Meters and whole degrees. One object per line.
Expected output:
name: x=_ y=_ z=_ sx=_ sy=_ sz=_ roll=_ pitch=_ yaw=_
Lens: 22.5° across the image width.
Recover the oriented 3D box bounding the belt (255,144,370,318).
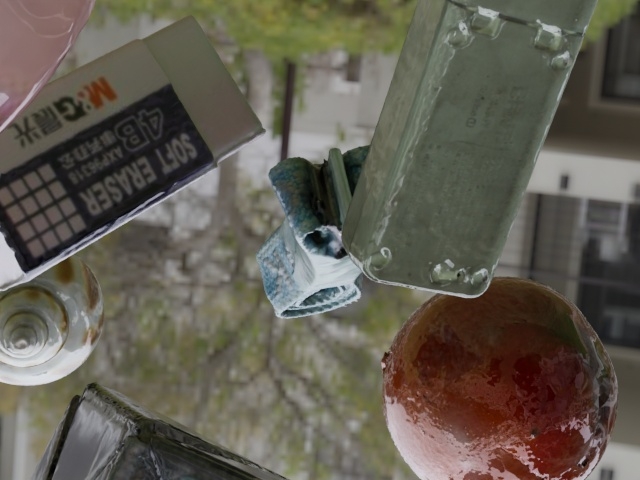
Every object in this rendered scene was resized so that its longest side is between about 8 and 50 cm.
belt: x=0.000 y=0.000 z=1.239 sx=0.087 sy=0.072 sz=0.302 roll=-8 pitch=166 yaw=-7

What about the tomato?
tomato: x=0.160 y=0.133 z=1.407 sx=0.208 sy=0.208 sz=0.184 roll=-2 pitch=178 yaw=-40

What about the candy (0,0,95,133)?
candy: x=-0.228 y=-0.159 z=1.008 sx=0.094 sy=0.255 sz=0.255 roll=33 pitch=171 yaw=-35

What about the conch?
conch: x=-0.312 y=0.067 z=1.649 sx=0.183 sy=0.149 sz=0.275 roll=44 pitch=158 yaw=-18

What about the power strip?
power strip: x=0.098 y=-0.107 z=0.936 sx=0.093 sy=0.288 sz=0.053 roll=12 pitch=-161 yaw=-21

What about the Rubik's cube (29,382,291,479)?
Rubik's cube: x=-0.079 y=0.256 z=0.998 sx=0.259 sy=0.260 sz=0.255 roll=25 pitch=172 yaw=-16

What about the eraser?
eraser: x=-0.183 y=-0.075 z=1.305 sx=0.086 sy=0.130 sz=0.287 roll=-23 pitch=-170 yaw=48
